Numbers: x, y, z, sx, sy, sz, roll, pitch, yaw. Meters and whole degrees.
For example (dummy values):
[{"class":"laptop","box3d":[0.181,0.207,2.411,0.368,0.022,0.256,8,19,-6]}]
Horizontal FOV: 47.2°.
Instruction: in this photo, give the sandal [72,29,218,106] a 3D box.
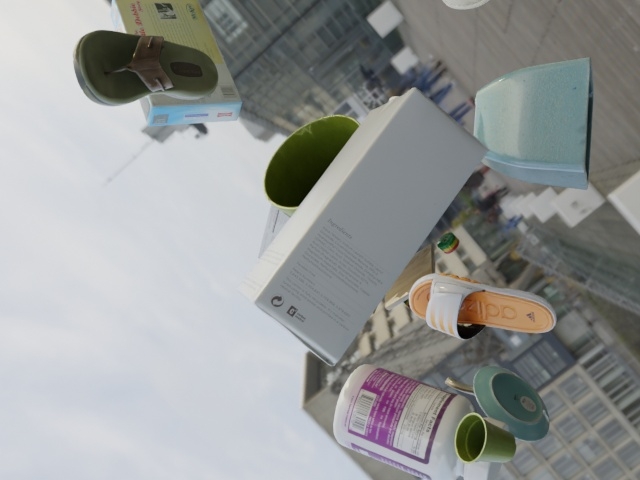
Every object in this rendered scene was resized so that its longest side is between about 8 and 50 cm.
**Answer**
[{"class":"sandal","box3d":[-0.269,-0.288,1.187,0.303,0.086,0.120,-19,-85,-52]}]

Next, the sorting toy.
[{"class":"sorting toy","box3d":[0.206,0.097,1.661,0.046,0.274,0.132,43,-150,-21]}]

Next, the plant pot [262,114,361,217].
[{"class":"plant pot","box3d":[0.055,-0.104,1.775,0.293,0.275,0.275,47,-171,-42]}]

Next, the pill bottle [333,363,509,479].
[{"class":"pill bottle","box3d":[0.191,0.355,1.383,0.301,0.169,0.169,15,173,26]}]

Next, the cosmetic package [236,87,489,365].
[{"class":"cosmetic package","box3d":[0.054,-0.026,1.109,0.156,0.385,0.217,39,174,-11]}]

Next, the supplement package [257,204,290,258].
[{"class":"supplement package","box3d":[0.000,0.000,2.077,0.263,0.198,0.199,30,-148,22]}]

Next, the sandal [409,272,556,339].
[{"class":"sandal","box3d":[0.255,0.120,1.230,0.076,0.265,0.102,-42,-55,-43]}]

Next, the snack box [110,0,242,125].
[{"class":"snack box","box3d":[-0.300,-0.375,1.504,0.187,0.060,0.322,-8,-121,-27]}]

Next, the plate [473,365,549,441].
[{"class":"plate","box3d":[0.409,0.336,1.546,0.188,0.024,0.188,20,-144,-15]}]

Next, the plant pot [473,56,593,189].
[{"class":"plant pot","box3d":[0.488,-0.260,1.687,0.247,0.252,0.248,16,-102,-67]}]

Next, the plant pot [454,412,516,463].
[{"class":"plant pot","box3d":[0.280,0.337,1.223,0.079,0.083,0.083,19,-157,-23]}]

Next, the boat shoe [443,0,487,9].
[{"class":"boat shoe","box3d":[0.399,-0.626,1.670,0.116,0.097,0.324,57,153,-11]}]

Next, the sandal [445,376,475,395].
[{"class":"sandal","box3d":[0.375,0.338,1.669,0.180,0.049,0.072,18,170,19]}]
